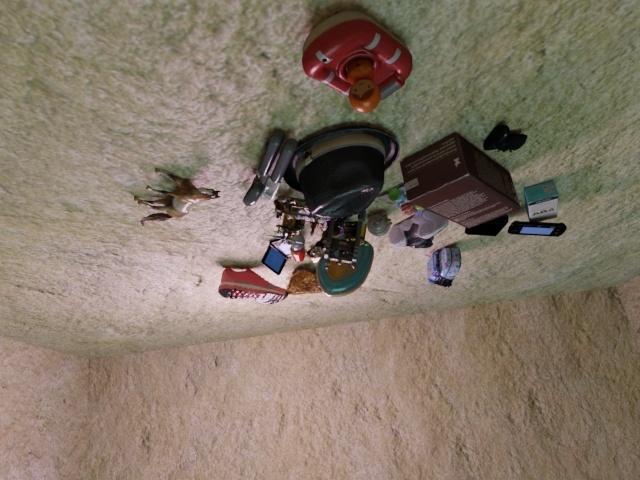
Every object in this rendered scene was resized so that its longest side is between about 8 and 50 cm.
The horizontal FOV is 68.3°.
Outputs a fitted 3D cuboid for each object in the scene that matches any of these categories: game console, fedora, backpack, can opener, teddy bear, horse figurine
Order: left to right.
[{"bbox_3d":[-0.414,-0.113,1.325,0.174,0.066,0.263,15,147,-34],"label":"horse figurine"},{"bbox_3d":[-0.131,-0.173,1.232,0.074,0.093,0.280,28,146,-7],"label":"can opener"},{"bbox_3d":[-0.142,0.061,1.817,0.124,0.085,0.144,-16,149,19],"label":"game console"},{"bbox_3d":[-0.042,0.194,2.227,0.338,0.113,0.245,2,165,-44],"label":"teddy bear"},{"bbox_3d":[0.062,-0.157,1.265,0.333,0.153,0.334,-7,159,-3],"label":"fedora"},{"bbox_3d":[0.565,0.107,2.138,0.116,0.158,0.173,12,143,-4],"label":"backpack"},{"bbox_3d":[0.745,-0.052,1.808,0.361,0.044,0.213,3,169,11],"label":"game console"}]

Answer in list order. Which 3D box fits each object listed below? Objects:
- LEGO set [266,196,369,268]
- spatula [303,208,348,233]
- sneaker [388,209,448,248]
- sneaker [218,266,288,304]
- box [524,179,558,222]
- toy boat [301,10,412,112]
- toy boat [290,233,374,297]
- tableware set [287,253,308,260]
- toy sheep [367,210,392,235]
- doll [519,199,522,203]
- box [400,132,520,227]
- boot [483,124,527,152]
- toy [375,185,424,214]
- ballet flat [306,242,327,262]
[{"bbox_3d":[0.000,0.000,1.466,0.331,0.192,0.255,12,165,-5],"label":"LEGO set"},{"bbox_3d":[0.014,-0.079,1.614,0.084,0.030,0.296,-16,157,29],"label":"spatula"},{"bbox_3d":[0.396,-0.038,1.776,0.153,0.101,0.268,8,159,-38],"label":"sneaker"},{"bbox_3d":[-0.278,0.183,2.025,0.313,0.136,0.116,13,146,-26],"label":"sneaker"},{"bbox_3d":[0.806,-0.134,1.725,0.100,0.060,0.244,-16,158,20],"label":"box"},{"bbox_3d":[0.073,-0.308,0.880,0.231,0.151,0.151,13,150,-43],"label":"toy boat"},{"bbox_3d":[0.027,0.065,1.731,0.318,0.268,0.148,17,149,15],"label":"toy boat"},{"bbox_3d":[-0.130,0.062,1.939,0.168,0.020,0.141,-15,158,18],"label":"tableware set"},{"bbox_3d":[0.207,-0.057,1.671,0.091,0.091,0.132,-13,164,12],"label":"toy sheep"},{"bbox_3d":[0.658,-0.132,1.697,0.129,0.046,0.189,-10,159,8],"label":"doll"},{"bbox_3d":[0.424,-0.162,1.412,0.191,0.143,0.381,-24,156,36],"label":"box"},{"bbox_3d":[0.509,-0.276,1.275,0.099,0.045,0.121,-2,165,-8],"label":"boot"},{"bbox_3d":[0.308,-0.121,1.584,0.136,0.056,0.237,-23,155,36],"label":"toy"},{"bbox_3d":[0.029,0.036,1.872,0.206,0.073,0.067,-25,139,29],"label":"ballet flat"}]
